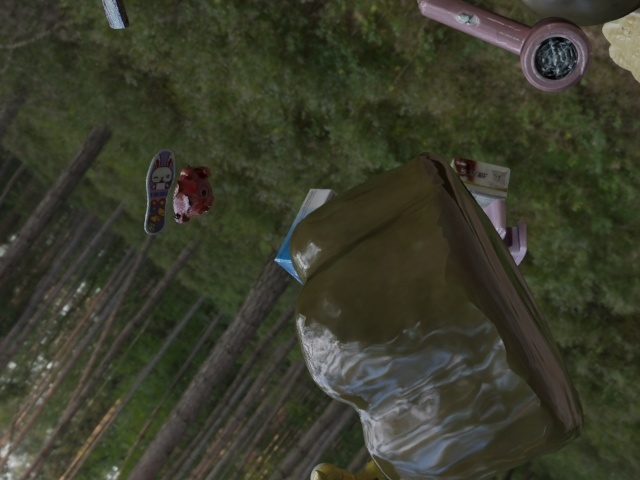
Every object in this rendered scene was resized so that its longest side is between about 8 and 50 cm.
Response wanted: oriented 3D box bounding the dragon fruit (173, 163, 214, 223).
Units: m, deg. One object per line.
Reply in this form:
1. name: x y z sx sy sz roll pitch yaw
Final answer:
1. dragon fruit: -0.254 -0.091 1.394 0.068 0.126 0.112 15 -160 7

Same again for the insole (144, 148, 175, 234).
1. insole: -0.340 -0.100 1.439 0.065 0.197 0.004 -8 -149 -42

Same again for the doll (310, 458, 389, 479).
1. doll: 0.079 0.511 1.458 0.291 0.117 0.086 -4 -169 -35

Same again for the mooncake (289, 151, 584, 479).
1. mooncake: 0.165 0.116 0.968 0.467 0.262 0.467 50 -161 -24

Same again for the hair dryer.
1. hair dryer: 0.341 -0.400 1.317 0.352 0.125 0.210 23 -155 7

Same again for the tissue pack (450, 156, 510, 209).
1. tissue pack: 0.400 -0.145 1.771 0.149 0.099 0.106 12 161 0

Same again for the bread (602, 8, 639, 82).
1. bread: 0.856 -0.475 1.724 0.316 0.054 0.316 42 177 3

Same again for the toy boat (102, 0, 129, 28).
1. toy boat: -0.435 -0.547 1.386 0.080 0.046 0.229 -102 2 -64

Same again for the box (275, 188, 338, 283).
1. box: -0.001 0.000 1.534 0.073 0.194 0.139 5 151 44

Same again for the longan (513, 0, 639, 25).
1. longan: 0.581 -0.661 1.512 0.404 0.336 0.404 33 163 11

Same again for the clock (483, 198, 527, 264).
1. clock: 0.353 0.002 1.638 0.275 0.080 0.290 10 150 -11
